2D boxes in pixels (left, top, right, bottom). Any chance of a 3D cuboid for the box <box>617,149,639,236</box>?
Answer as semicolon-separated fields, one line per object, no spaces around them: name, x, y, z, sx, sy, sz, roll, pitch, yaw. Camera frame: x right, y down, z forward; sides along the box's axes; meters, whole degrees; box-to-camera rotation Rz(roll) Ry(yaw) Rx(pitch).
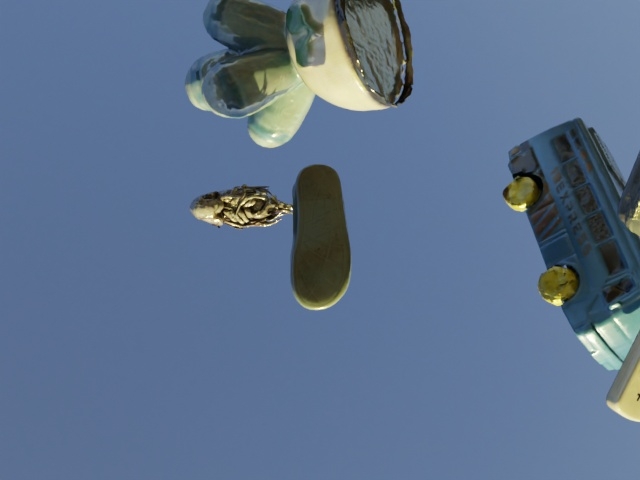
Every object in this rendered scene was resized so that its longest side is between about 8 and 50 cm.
box;0.437;-0.082;1.037;0.148;0.210;0.129;-13;-137;-29

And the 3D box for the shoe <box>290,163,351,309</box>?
shoe;0.000;0.000;1.216;0.079;0.078;0.195;-4;-107;2

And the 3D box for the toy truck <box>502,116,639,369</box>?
toy truck;0.400;-0.002;1.397;0.161;0.162;0.385;40;-150;-40

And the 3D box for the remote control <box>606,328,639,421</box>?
remote control;0.433;0.142;1.192;0.087;0.029;0.190;23;-85;-32

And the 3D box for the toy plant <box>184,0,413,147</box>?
toy plant;-0.056;-0.268;1.377;0.247;0.332;0.247;34;-130;-54

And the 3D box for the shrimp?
shrimp;-0.097;-0.046;1.285;0.165;0.065;0.056;-1;-71;-10
